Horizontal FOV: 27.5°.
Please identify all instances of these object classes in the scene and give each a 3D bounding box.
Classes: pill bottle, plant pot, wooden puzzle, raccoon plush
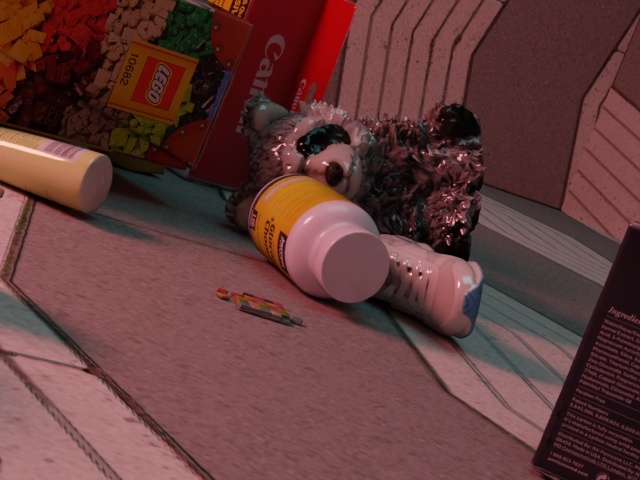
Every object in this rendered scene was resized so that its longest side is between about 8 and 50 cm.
[{"bbox_3d":[0.000,0.000,1.353,0.103,0.103,0.184,17,9,-26],"label":"pill bottle"},{"bbox_3d":[-0.250,-0.135,1.688,0.083,0.082,0.081,-3,24,-45],"label":"plant pot"},{"bbox_3d":[-0.054,0.060,1.181,0.083,0.006,0.049,18,9,-16],"label":"wooden puzzle"},{"bbox_3d":[0.028,-0.039,1.673,0.299,0.216,0.446,7,-20,-4],"label":"raccoon plush"}]

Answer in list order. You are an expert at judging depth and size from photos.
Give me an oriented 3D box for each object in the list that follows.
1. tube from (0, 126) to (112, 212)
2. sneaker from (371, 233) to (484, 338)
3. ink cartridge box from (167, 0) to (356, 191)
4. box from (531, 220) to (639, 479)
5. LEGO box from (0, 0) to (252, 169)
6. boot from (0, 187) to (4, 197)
[{"bbox_3d":[-0.325,-0.088,1.316,0.240,0.062,0.070,18,-36,17],"label":"tube"},{"bbox_3d":[0.101,0.047,1.405,0.092,0.087,0.228,10,5,-21],"label":"sneaker"},{"bbox_3d":[-0.120,-0.235,1.830,0.130,0.310,0.272,13,11,-41],"label":"ink cartridge box"},{"bbox_3d":[0.260,0.095,1.031,0.108,0.207,0.153,23,9,15],"label":"box"},{"bbox_3d":[-0.384,-0.291,1.551,0.372,0.193,0.500,13,16,-44],"label":"LEGO box"},{"bbox_3d":[-0.341,-0.049,0.906,0.208,0.076,0.189,31,-31,-25],"label":"boot"}]
